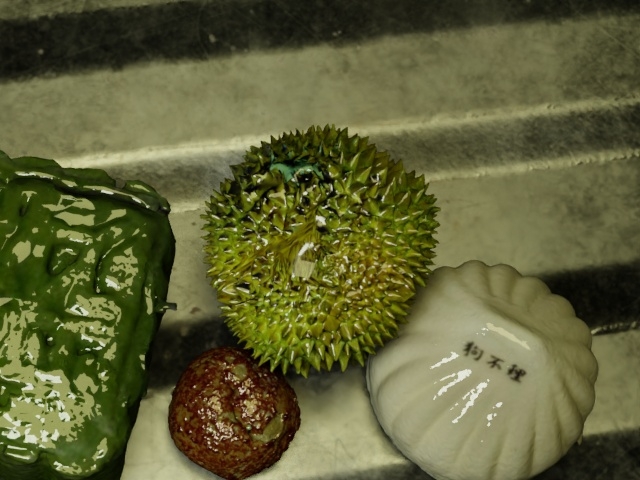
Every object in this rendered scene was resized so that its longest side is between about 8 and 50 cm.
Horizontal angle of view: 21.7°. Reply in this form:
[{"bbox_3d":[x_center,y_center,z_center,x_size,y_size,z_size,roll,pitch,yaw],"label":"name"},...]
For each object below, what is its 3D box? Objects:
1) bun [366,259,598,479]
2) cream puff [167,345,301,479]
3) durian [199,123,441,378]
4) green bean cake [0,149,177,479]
[{"bbox_3d":[0.187,0.130,1.815,0.263,0.175,0.263,2,69,-5],"label":"bun"},{"bbox_3d":[-0.092,0.183,1.806,0.149,0.084,0.149,2,71,-7],"label":"cream puff"},{"bbox_3d":[0.001,-0.003,1.795,0.291,0.225,0.291,-10,46,10],"label":"durian"},{"bbox_3d":[-0.321,0.089,1.742,0.335,0.218,0.319,10,69,-1],"label":"green bean cake"}]
